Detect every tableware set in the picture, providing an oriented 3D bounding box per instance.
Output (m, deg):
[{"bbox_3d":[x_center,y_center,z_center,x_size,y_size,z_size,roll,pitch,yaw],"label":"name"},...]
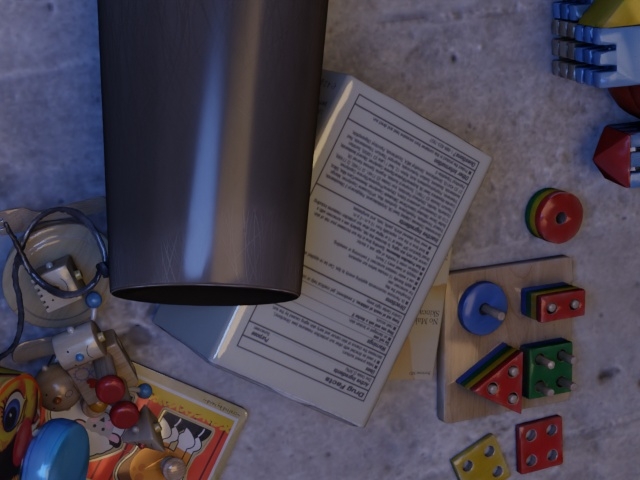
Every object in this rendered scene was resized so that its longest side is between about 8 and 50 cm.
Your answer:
[{"bbox_3d":[-0.242,0.030,1.111,0.194,0.039,0.128,-10,121,-19],"label":"tableware set"}]

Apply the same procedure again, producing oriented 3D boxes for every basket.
[{"bbox_3d":[-0.076,-0.074,1.046,0.154,0.204,0.227,5,81,-27],"label":"basket"}]

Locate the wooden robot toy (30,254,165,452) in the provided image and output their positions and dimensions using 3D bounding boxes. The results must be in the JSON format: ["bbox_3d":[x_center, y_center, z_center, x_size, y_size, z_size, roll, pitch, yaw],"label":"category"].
[{"bbox_3d":[-0.177,0.099,1.116,0.079,0.076,0.173,-22,122,4],"label":"wooden robot toy"}]

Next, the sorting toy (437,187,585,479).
[{"bbox_3d":[0.168,0.097,1.337,0.132,0.046,0.274,-7,105,-26],"label":"sorting toy"}]

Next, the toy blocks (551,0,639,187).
[{"bbox_3d":[0.312,-0.189,1.292,0.261,0.191,0.381,-7,104,-14],"label":"toy blocks"}]

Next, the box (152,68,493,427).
[{"bbox_3d":[0.000,0.000,1.181,0.148,0.127,0.232,27,89,-30],"label":"box"}]

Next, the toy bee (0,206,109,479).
[{"bbox_3d":[-0.232,0.139,1.004,0.195,0.162,0.298,-11,90,17],"label":"toy bee"}]

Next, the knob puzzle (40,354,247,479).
[{"bbox_3d":[-0.164,0.191,1.195,0.213,0.030,0.213,-7,105,-26],"label":"knob puzzle"}]

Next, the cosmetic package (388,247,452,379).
[{"bbox_3d":[0.067,0.055,1.277,0.060,0.041,0.115,1,101,-28],"label":"cosmetic package"}]
